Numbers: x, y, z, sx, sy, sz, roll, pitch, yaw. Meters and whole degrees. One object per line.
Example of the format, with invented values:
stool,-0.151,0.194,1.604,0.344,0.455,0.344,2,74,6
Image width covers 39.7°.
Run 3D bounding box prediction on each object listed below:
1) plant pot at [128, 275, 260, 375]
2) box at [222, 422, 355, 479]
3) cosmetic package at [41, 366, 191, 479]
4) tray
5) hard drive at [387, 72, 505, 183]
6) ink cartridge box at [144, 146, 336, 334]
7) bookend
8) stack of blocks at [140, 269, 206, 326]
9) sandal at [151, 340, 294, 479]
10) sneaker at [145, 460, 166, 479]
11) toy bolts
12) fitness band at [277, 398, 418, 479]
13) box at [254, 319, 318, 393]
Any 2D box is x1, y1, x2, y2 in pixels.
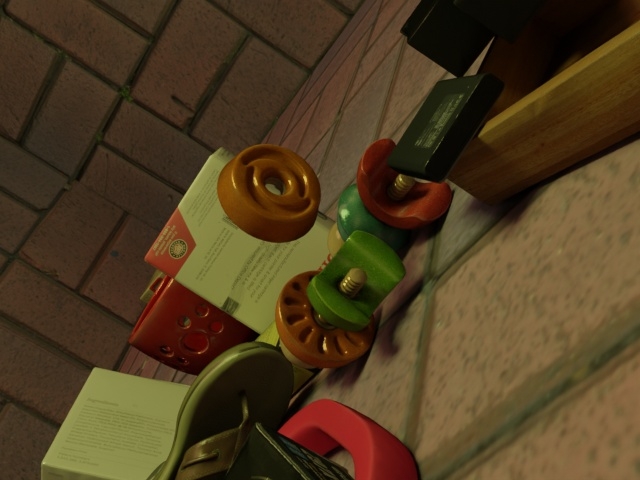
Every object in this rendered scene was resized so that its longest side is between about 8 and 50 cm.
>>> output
plant pot,-0.149,0.104,1.249,0.191,0.174,0.191,-54,13,18
box,-0.011,0.250,0.337,0.257,0.079,0.322,-57,27,-5
cosmetic package,-0.246,0.284,1.120,0.184,0.151,0.151,-76,-4,-58
tray,0.241,-0.174,0.625,0.203,0.076,0.411,-62,12,-23
hard drive,0.102,-0.097,0.757,0.094,0.022,0.135,-57,12,2
ink cartridge box,-0.077,0.011,1.090,0.158,0.218,0.092,-55,6,11
bookend,0.139,-0.199,0.752,0.156,0.072,0.157,-52,13,28
stack of blocks,-0.142,0.043,1.393,0.297,0.171,0.087,-44,18,47
sandal,-0.112,0.249,0.931,0.086,0.120,0.303,26,86,53
sneaker,-0.140,0.259,0.996,0.152,0.061,0.053,-38,9,-22
toy bolts,0.000,0.000,0.907,0.228,0.218,0.158,-43,-6,-39
fitness band,-0.016,0.228,0.687,0.209,0.054,0.291,-56,12,-9
box,-0.073,0.167,1.056,0.232,0.058,0.087,-48,15,37
